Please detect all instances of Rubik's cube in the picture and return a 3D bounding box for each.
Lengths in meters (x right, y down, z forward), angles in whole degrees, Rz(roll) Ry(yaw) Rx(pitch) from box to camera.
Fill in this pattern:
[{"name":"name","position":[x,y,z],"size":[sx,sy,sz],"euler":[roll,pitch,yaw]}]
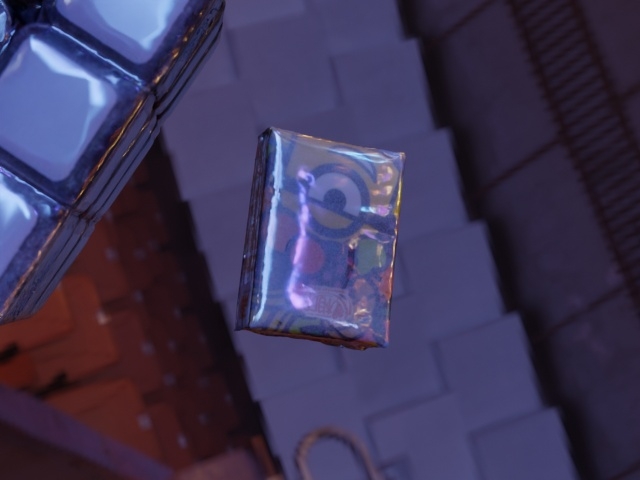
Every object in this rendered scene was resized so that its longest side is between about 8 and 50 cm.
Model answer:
[{"name":"Rubik's cube","position":[-0.270,-0.135,1.265],"size":[0.303,0.301,0.305],"euler":[34,-4,-1]}]

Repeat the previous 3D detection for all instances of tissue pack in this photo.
[{"name":"tissue pack","position":[0.000,0.000,1.223],"size":[0.060,0.108,0.148],"euler":[157,-59,-71]}]
